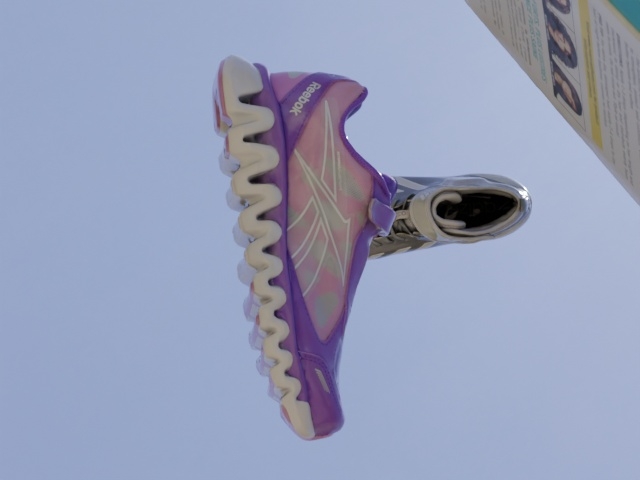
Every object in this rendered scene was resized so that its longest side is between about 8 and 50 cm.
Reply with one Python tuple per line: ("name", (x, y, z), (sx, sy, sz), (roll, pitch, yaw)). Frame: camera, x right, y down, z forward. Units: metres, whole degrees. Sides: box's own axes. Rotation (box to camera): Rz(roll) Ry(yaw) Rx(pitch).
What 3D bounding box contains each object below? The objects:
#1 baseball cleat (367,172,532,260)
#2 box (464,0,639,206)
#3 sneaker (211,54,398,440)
("baseball cleat", (0.062, -0.023, 1.345), (0.206, 0.109, 0.072), (-11, -91, 10))
("box", (0.128, -0.088, 0.697), (0.244, 0.060, 0.100), (-121, -169, -46))
("sneaker", (0.000, 0.000, 1.028), (0.095, 0.105, 0.236), (144, -62, -79))
